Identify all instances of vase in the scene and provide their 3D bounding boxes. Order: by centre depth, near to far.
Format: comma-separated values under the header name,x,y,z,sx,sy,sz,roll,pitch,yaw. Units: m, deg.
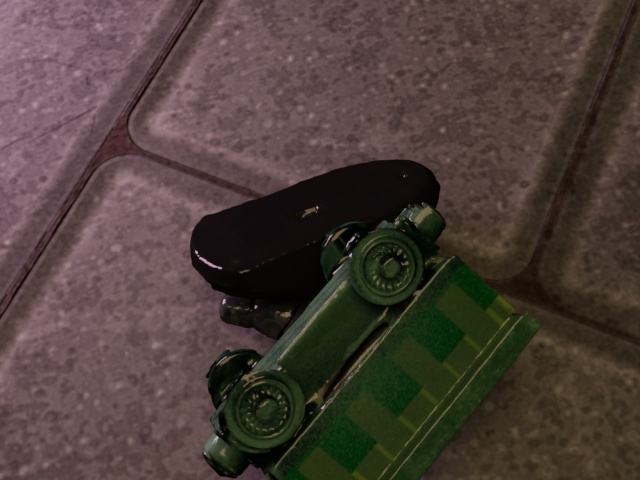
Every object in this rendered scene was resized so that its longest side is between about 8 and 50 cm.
name,x,y,z,sx,sy,sz,roll,pitch,yaw
vase,0.001,0.081,0.983,0.211,0.060,0.060,8,64,6

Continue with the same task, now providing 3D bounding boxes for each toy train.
name,x,y,z,sx,sy,sz,roll,pitch,yaw
toy train,0.038,0.116,0.875,0.202,0.120,0.301,41,83,-9

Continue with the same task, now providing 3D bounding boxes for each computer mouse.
name,x,y,z,sx,sy,sz,roll,pitch,yaw
computer mouse,0.000,0.000,0.997,0.269,0.086,0.137,-20,32,-17
